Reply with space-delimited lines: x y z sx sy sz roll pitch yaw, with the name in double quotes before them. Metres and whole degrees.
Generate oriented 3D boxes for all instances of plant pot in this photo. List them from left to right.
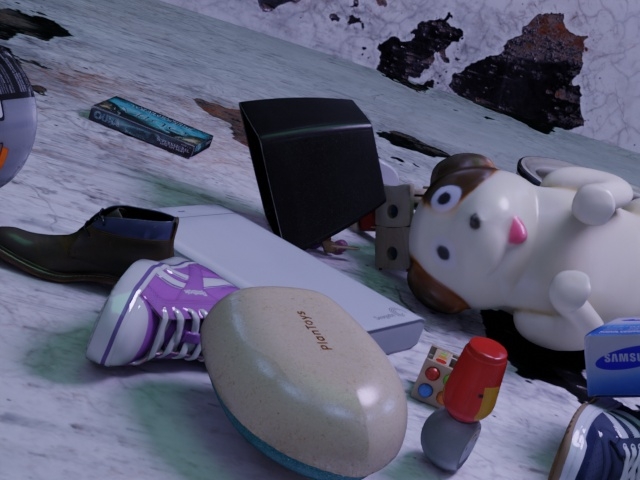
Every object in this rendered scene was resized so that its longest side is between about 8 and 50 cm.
"plant pot" -0.006 -0.110 1.983 0.167 0.187 0.188 -15 24 -5

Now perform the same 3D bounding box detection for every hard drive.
"hard drive" -0.067 0.049 1.752 0.353 0.047 0.233 30 19 27

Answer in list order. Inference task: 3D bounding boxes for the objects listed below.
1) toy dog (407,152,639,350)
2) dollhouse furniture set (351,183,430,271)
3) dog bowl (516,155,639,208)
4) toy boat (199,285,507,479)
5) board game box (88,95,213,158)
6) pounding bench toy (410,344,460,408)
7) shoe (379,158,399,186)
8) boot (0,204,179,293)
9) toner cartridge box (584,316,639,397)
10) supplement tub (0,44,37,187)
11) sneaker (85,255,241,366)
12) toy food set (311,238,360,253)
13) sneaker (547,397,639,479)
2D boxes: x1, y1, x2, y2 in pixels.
"toy dog" 0.328 0.011 1.956 0.408 0.284 0.395 15 4 -17
"dollhouse furniture set" 0.101 -0.021 2.101 0.184 0.129 0.129 2 1 40
"dog bowl" 0.517 -0.004 2.448 0.408 0.150 0.408 19 17 -6
"toy boat" 0.038 0.162 1.375 0.318 0.148 0.267 6 28 -25
"board game box" -0.283 -0.191 2.307 0.186 0.026 0.126 22 16 4
"pounding bench toy" 0.157 0.170 1.620 0.083 0.052 0.065 22 16 6
"shoe" 0.059 -0.141 2.486 0.178 0.063 0.081 16 21 1
"boot" -0.269 -0.006 1.577 0.219 0.106 0.082 17 16 -14
"toner cartridge box" 0.489 0.125 1.549 0.348 0.075 0.165 -4 2 25
"supplement tub" -0.484 -0.129 1.538 0.207 0.207 0.338 24 17 14
"sneaker" -0.130 0.090 1.454 0.161 0.102 0.282 27 17 10
"toy food set" 0.000 0.000 2.047 0.078 0.019 0.122 7 13 -39
"sneaker" 0.347 0.248 1.515 0.153 0.099 0.282 24 13 18
